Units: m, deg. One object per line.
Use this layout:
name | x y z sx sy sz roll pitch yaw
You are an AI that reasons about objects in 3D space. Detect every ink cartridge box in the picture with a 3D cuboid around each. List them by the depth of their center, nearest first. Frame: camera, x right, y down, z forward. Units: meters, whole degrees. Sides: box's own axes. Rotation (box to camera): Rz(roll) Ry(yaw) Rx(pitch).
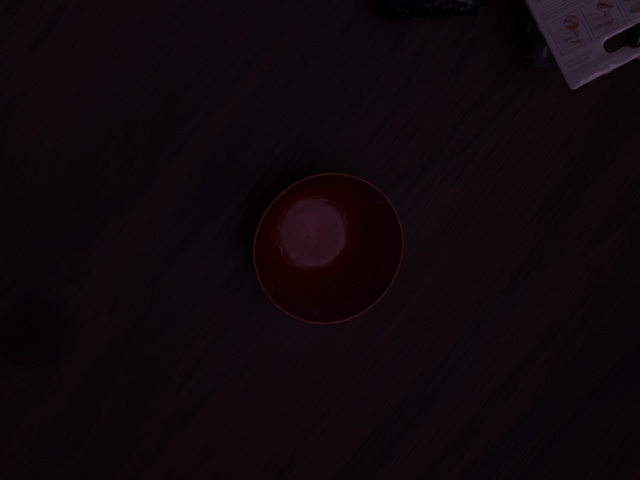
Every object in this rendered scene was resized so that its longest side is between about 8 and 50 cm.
ink cartridge box | 0.323 -0.313 0.907 0.181 0.056 0.225 -26 88 12

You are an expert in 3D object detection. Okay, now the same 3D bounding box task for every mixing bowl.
mixing bowl | 0.000 0.000 0.943 0.181 0.098 0.182 -3 104 -13

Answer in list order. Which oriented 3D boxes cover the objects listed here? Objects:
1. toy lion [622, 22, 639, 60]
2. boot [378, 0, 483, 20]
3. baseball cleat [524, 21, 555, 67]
toy lion | 0.448 -0.288 1.020 0.096 0.034 0.100 -5 104 -20
boot | 0.081 -0.361 0.879 0.246 0.094 0.207 -1 99 -19
baseball cleat | 0.334 -0.302 0.948 0.109 0.072 0.206 25 99 27
